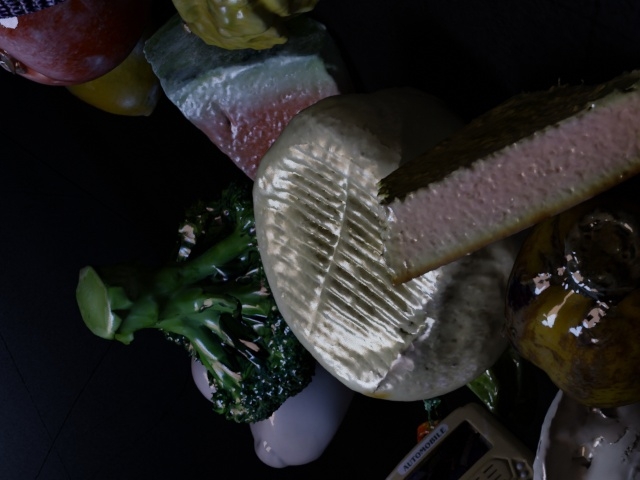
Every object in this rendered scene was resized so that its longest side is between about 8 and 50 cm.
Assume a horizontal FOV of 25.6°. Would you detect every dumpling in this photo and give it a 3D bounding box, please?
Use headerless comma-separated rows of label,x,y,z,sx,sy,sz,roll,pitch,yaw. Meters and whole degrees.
dumpling,0.224,0.181,1.009,0.199,0.136,0.118,46,162,-10

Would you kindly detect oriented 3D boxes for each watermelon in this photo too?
watermelon,-0.025,-0.098,1.277,0.257,0.139,0.193,53,179,-33

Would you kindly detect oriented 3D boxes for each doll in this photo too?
doll,-0.065,0.176,1.842,0.221,0.221,0.251,56,175,-9

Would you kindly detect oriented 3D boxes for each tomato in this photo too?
tomato,-0.296,-0.291,1.465,0.270,0.227,0.270,31,174,3

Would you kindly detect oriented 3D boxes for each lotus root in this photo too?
lotus root,0.173,0.039,0.856,0.120,0.120,0.209,49,168,22

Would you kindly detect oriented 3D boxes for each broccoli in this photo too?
broccoli,-0.121,0.074,1.645,0.297,0.297,0.298,20,114,56

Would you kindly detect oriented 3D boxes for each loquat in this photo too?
loquat,-0.254,-0.233,1.676,0.195,0.152,0.152,50,170,-21

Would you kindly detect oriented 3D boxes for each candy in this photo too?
candy,0.126,0.187,1.627,0.055,0.049,0.185,9,133,29

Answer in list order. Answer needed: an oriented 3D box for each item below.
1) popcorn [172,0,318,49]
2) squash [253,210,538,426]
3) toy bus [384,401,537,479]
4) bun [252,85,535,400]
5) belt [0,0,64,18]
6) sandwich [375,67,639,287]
popcorn,-0.068,-0.234,0.974,0.195,0.173,0.168,43,-172,9
squash,0.093,0.025,1.168,0.287,0.137,0.137,42,169,-5
toy bus,0.181,0.258,1.181,0.289,0.139,0.157,39,-173,-46
bun,0.062,-0.002,1.025,0.229,0.145,0.229,26,127,39
belt,-0.281,-0.323,1.238,0.325,0.260,0.122,41,168,43
sandwich,0.100,-0.033,0.814,0.058,0.162,0.193,59,166,-9
